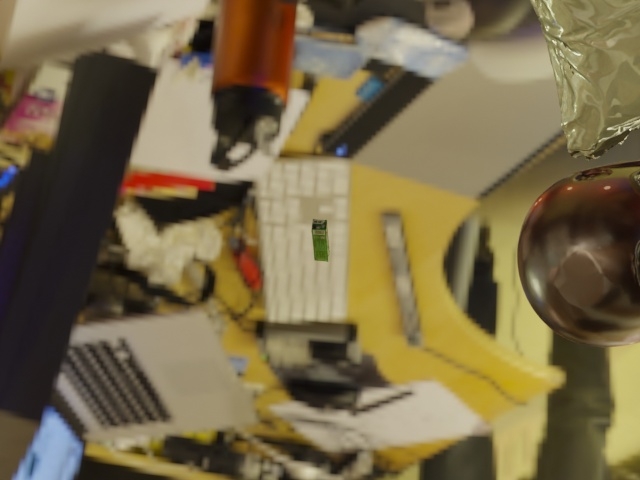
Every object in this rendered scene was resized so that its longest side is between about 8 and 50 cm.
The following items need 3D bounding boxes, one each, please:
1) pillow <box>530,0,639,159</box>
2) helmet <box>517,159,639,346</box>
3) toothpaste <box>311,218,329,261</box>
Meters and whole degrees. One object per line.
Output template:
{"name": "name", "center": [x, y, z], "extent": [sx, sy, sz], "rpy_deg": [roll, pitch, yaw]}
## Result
{"name": "pillow", "center": [0.266, -0.238, 1.183], "extent": [0.283, 0.138, 0.310], "rpy_deg": [-25, 108, 0]}
{"name": "helmet", "center": [0.303, 0.017, 1.682], "extent": [0.193, 0.189, 0.216], "rpy_deg": [-14, -170, -12]}
{"name": "toothpaste", "center": [0.000, 0.000, 2.080], "extent": [0.020, 0.017, 0.083], "rpy_deg": [4, 150, 5]}
